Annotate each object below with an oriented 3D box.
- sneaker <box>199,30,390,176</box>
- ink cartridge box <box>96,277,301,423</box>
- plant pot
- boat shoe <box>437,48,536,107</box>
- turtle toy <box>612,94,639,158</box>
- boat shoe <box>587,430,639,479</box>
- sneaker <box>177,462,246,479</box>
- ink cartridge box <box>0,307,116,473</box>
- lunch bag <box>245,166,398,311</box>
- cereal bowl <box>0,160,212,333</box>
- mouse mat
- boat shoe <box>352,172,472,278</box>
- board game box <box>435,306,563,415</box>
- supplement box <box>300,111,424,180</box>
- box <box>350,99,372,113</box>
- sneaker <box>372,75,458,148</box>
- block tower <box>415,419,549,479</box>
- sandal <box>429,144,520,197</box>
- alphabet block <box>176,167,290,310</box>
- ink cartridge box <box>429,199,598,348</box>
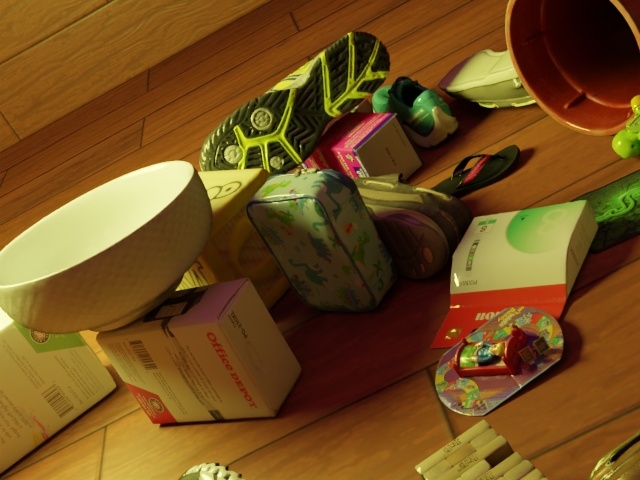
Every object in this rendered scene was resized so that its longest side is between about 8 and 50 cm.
[{"bbox_3d":[-0.043,-0.216,1.855,0.385,0.145,0.147,-34,5,-8],"label":"sneaker"},{"bbox_3d":[-0.170,0.161,1.476,0.237,0.172,0.100,-11,29,35],"label":"ink cartridge box"},{"bbox_3d":[0.476,-0.344,1.622,0.265,0.272,0.272,-34,24,-25],"label":"plant pot"},{"bbox_3d":[0.310,-0.279,1.850,0.109,0.091,0.305,-48,18,-12],"label":"boat shoe"},{"bbox_3d":[0.475,-0.158,1.479,0.130,0.066,0.095,-20,54,21],"label":"turtle toy"},{"bbox_3d":[0.378,0.160,0.954,0.307,0.110,0.104,-32,26,-4],"label":"boat shoe"},{"bbox_3d":[-0.112,0.326,1.222,0.234,0.078,0.106,2,38,46],"label":"sneaker"},{"bbox_3d":[-0.534,0.250,1.668,0.353,0.207,0.119,-36,27,-13],"label":"ink cartridge box"},{"bbox_3d":[0.000,0.000,1.531,0.176,0.219,0.090,-5,35,44],"label":"lunch bag"},{"bbox_3d":[-0.296,0.027,1.495,0.339,0.141,0.339,-23,22,10],"label":"cereal bowl"},{"bbox_3d":[0.432,-0.056,1.413,0.190,0.007,0.152,-25,26,10],"label":"mouse mat"},{"bbox_3d":[0.096,-0.033,1.626,0.130,0.132,0.355,-33,32,-27],"label":"boat shoe"},{"bbox_3d":[0.206,0.132,1.260,0.169,0.033,0.133,-36,30,1],"label":"board game box"},{"bbox_3d":[0.060,-0.156,1.877,0.114,0.111,0.220,-43,27,-20],"label":"supplement box"},{"bbox_3d":[0.004,-0.219,2.140,0.145,0.038,0.186,-7,33,41],"label":"box"},{"bbox_3d":[0.169,-0.260,1.951,0.107,0.110,0.275,-35,25,-9],"label":"sneaker"},{"bbox_3d":[0.207,0.287,0.932,0.097,0.091,0.335,-34,26,-5],"label":"block tower"},{"bbox_3d":[0.237,-0.108,1.678,0.179,0.040,0.067,-28,25,6],"label":"sandal"},{"bbox_3d":[-0.161,0.009,1.723,0.197,0.193,0.192,3,43,50],"label":"alphabet block"},{"bbox_3d":[0.247,0.044,1.377,0.181,0.056,0.224,-8,33,40],"label":"ink cartridge box"}]
